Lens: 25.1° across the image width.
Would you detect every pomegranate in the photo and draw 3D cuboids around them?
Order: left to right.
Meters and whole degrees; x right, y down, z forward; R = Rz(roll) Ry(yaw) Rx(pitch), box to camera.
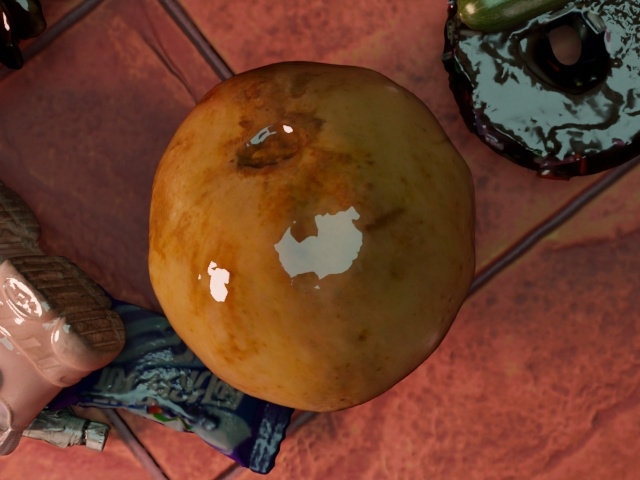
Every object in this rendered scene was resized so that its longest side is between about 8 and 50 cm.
[{"bbox_3d":[0.000,0.000,1.385,0.338,0.338,0.338,0,89,2],"label":"pomegranate"}]

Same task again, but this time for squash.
[{"bbox_3d":[0.239,-0.261,1.390,0.229,0.066,0.066,-21,88,0],"label":"squash"}]

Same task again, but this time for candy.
[{"bbox_3d":[-0.159,0.140,1.491,0.275,0.070,0.145,16,80,3],"label":"candy"}]

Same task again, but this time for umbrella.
[{"bbox_3d":[-0.314,0.182,1.504,0.188,0.046,0.050,12,85,3],"label":"umbrella"}]

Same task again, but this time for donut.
[{"bbox_3d":[0.254,-0.192,1.468,0.270,0.103,0.269,0,88,4],"label":"donut"}]

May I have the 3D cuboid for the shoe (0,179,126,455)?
[{"bbox_3d":[-0.374,0.049,1.433,0.351,0.172,0.198,44,100,21],"label":"shoe"}]

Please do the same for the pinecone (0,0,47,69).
[{"bbox_3d":[-0.446,-0.255,1.421,0.296,0.242,0.298,-39,84,-4],"label":"pinecone"}]
